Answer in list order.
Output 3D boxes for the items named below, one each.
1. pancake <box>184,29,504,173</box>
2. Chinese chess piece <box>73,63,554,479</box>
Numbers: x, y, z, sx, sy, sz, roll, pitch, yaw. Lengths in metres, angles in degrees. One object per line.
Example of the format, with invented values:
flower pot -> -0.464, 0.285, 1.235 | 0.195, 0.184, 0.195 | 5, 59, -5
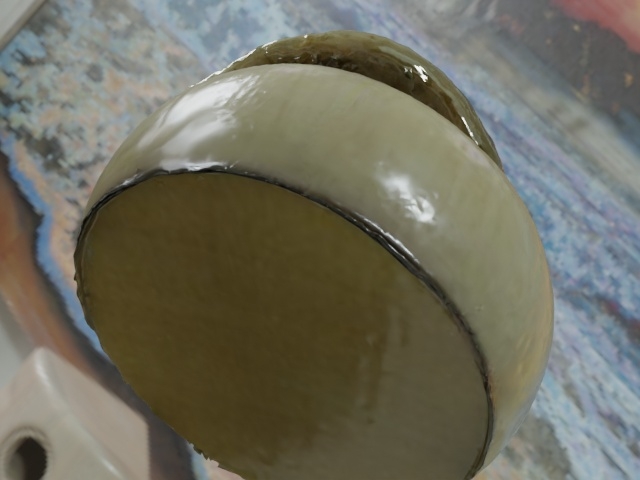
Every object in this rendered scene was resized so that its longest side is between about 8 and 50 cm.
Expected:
pancake -> 0.000, 0.000, 0.710 | 0.282, 0.282, 0.049 | 45, 2, 7
Chinese chess piece -> -0.006, 0.031, 0.569 | 0.250, 0.250, 0.103 | 43, 45, -7
